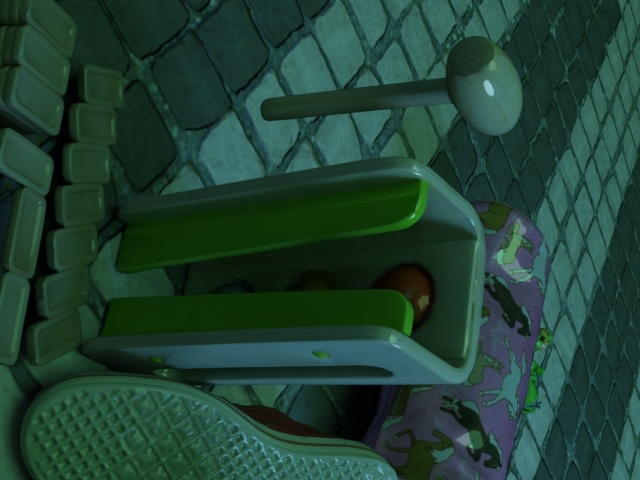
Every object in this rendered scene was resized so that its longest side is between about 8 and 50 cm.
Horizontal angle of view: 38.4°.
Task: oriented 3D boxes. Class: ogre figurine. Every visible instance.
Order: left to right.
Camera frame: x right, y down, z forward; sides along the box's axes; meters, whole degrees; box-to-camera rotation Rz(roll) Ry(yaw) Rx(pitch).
[{"bbox_3d":[0.254,0.134,1.211,0.118,0.097,0.197,-1,101,-73],"label":"ogre figurine"}]

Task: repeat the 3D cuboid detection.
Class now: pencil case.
[{"bbox_3d":[0.140,0.141,0.984,0.160,0.167,0.386,86,19,-54],"label":"pencil case"}]

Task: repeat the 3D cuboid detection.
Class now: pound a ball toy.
[{"bbox_3d":[0.000,0.000,0.664,0.136,0.319,0.208,36,56,-47],"label":"pound a ball toy"}]

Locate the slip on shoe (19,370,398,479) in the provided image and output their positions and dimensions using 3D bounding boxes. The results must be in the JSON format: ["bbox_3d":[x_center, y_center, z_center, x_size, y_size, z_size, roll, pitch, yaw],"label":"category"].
[{"bbox_3d":[-0.083,0.174,0.719,0.331,0.101,0.123,21,88,-38],"label":"slip on shoe"}]

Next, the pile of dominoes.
[{"bbox_3d":[-0.208,-0.041,0.614,0.196,0.040,0.251,47,47,-67],"label":"pile of dominoes"}]
